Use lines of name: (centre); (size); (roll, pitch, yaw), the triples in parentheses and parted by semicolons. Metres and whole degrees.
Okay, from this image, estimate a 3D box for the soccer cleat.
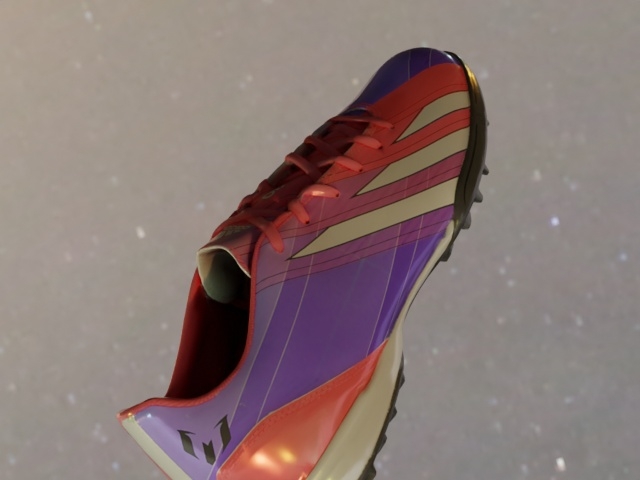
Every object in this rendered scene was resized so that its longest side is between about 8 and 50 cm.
soccer cleat: (0.000, 0.000, 0.797); (0.108, 0.116, 0.318); (-26, -146, 50)
